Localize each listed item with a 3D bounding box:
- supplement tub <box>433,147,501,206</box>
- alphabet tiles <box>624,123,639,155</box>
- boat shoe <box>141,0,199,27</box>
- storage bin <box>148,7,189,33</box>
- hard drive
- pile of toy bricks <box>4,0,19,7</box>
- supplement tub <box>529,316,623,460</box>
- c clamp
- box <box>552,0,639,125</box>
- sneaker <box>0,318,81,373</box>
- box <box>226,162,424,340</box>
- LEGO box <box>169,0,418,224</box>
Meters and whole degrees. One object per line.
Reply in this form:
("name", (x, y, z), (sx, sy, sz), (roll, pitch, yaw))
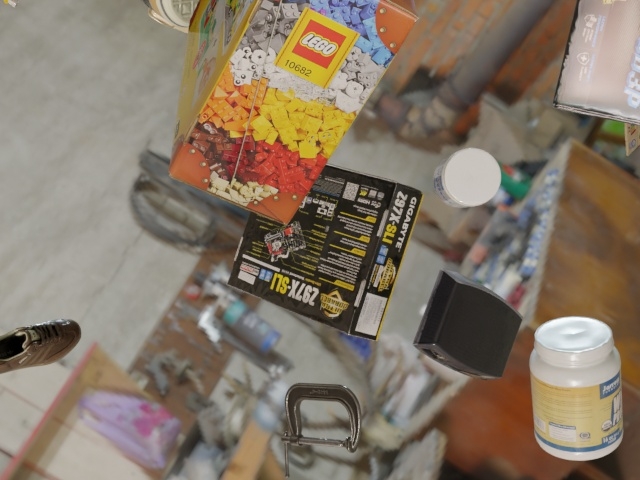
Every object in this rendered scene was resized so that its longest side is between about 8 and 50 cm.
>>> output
("supplement tub", (0.177, -0.075, 1.333), (0.071, 0.071, 0.107), (-58, 0, -1))
("alphabet tiles", (0.697, -0.326, 2.316), (0.198, 0.009, 0.237), (-41, -45, -26))
("boat shoe", (-0.180, -0.619, 2.049), (0.156, 0.187, 0.500), (22, 75, 41))
("storage bin", (-0.273, -0.645, 2.468), (0.262, 0.123, 0.260), (-39, 43, 45))
("hard drive", (0.287, 0.166, 2.069), (0.054, 0.254, 0.172), (14, 80, 45))
("pile of toy bricks", (-0.648, -0.600, 2.301), (0.118, 0.105, 0.212), (-59, 8, -29))
("supplement tub", (0.415, 0.239, 1.778), (0.144, 0.144, 0.200), (-64, -31, -63))
("c clamp", (0.001, 0.268, 1.562), (0.160, 0.137, 0.022), (-11, -2, 41))
("box", (0.393, -0.253, 1.333), (0.051, 0.175, 0.220), (-51, -27, -67))
("sneaker", (-0.456, 0.165, 1.743), (0.188, 0.066, 0.071), (-22, -14, -40))
("box", (0.000, 0.000, 1.849), (0.322, 0.079, 0.257), (17, 91, 45))
("LEGO box", (-0.051, -0.330, 1.635), (0.372, 0.193, 0.500), (-56, 21, 31))
